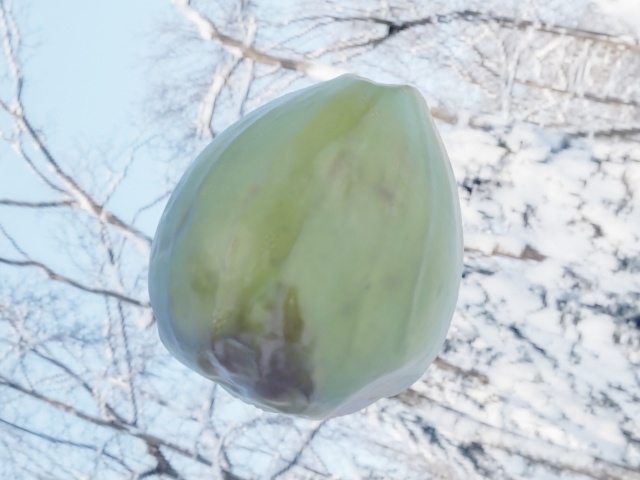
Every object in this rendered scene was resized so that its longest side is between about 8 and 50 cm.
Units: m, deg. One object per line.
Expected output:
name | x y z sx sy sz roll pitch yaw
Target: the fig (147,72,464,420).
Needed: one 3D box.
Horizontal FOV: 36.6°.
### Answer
fig | 0.000 0.000 0.734 0.271 0.239 0.239 -62 -23 -2
